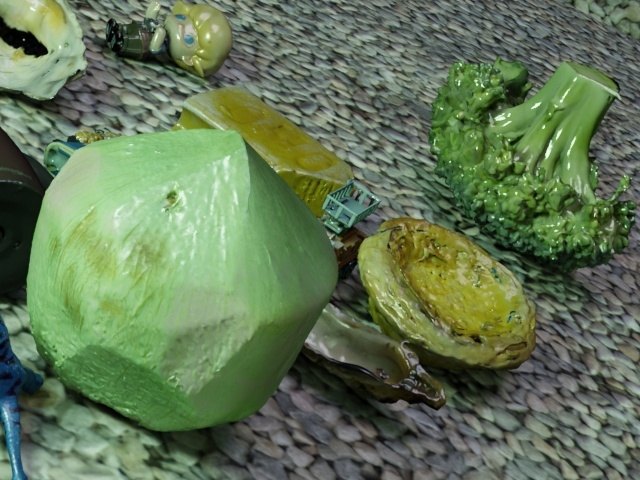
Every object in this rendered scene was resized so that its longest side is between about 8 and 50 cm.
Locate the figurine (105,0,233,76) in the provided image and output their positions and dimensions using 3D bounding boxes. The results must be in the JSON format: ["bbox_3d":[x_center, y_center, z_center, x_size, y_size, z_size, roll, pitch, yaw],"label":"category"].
[{"bbox_3d":[-0.231,-0.316,2.298,0.196,0.108,0.114,4,31,-29],"label":"figurine"}]

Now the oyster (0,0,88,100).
[{"bbox_3d":[-0.425,-0.284,2.055,0.275,0.100,0.271,40,32,10],"label":"oyster"}]

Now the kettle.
[{"bbox_3d":[-0.365,-0.058,1.664,0.202,0.144,0.232,14,26,-32],"label":"kettle"}]

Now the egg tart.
[{"bbox_3d":[0.151,0.084,1.951,0.290,0.107,0.291,25,30,-15],"label":"egg tart"}]

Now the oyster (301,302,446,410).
[{"bbox_3d":[-0.005,0.119,1.768,0.345,0.079,0.128,27,26,15],"label":"oyster"}]

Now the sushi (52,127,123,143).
[{"bbox_3d":[-0.271,-0.117,1.984,0.126,0.026,0.120,38,28,17],"label":"sushi"}]

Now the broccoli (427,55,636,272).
[{"bbox_3d":[0.318,-0.126,2.308,0.277,0.318,0.338,16,-3,-28],"label":"broccoli"}]

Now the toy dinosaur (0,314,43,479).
[{"bbox_3d":[-0.332,0.095,1.445,0.144,0.076,0.329,113,-41,-84],"label":"toy dinosaur"}]

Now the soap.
[{"bbox_3d":[-0.069,-0.114,2.111,0.257,0.080,0.160,36,28,17],"label":"soap"}]

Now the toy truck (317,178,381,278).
[{"bbox_3d":[0.001,0.001,1.937,0.080,0.115,0.177,35,29,13],"label":"toy truck"}]

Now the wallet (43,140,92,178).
[{"bbox_3d":[-0.227,-0.085,1.879,0.202,0.059,0.141,-2,27,-47],"label":"wallet"}]

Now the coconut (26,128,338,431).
[{"bbox_3d":[-0.140,0.026,1.522,0.328,0.328,0.281,41,32,24],"label":"coconut"}]
